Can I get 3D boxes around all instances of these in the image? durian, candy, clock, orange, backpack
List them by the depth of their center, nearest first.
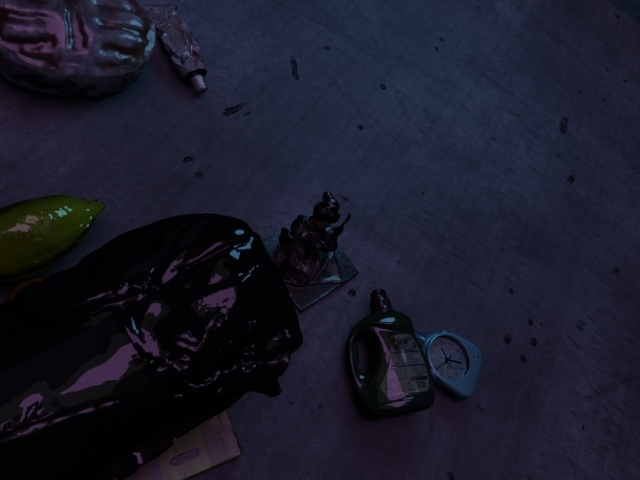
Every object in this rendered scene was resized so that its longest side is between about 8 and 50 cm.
[{"bbox_3d":[-0.259,0.144,0.663,0.446,0.363,0.255,-26,107,-25],"label":"backpack"},{"bbox_3d":[-0.407,0.090,0.775,0.085,0.085,0.085,10,60,-18],"label":"orange"},{"bbox_3d":[-0.431,-0.008,0.782,0.250,0.139,0.101,-28,119,-24],"label":"durian"},{"bbox_3d":[-0.449,-0.366,0.957,0.289,0.157,0.214,-6,80,-33],"label":"candy"},{"bbox_3d":[0.225,0.219,0.997,0.147,0.045,0.108,31,55,-4],"label":"clock"}]

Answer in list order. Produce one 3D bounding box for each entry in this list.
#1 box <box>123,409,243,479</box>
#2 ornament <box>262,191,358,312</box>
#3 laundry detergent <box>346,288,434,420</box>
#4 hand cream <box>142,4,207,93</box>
[{"bbox_3d":[-0.223,0.289,0.775,0.193,0.030,0.121,-13,69,-29],"label":"box"},{"bbox_3d":[0.000,0.000,0.929,0.166,0.196,0.153,-32,79,-32],"label":"ornament"},{"bbox_3d":[0.111,0.192,0.943,0.144,0.078,0.221,-7,66,-16],"label":"laundry detergent"},{"bbox_3d":[-0.296,-0.407,1.113,0.084,0.050,0.257,-17,68,-27],"label":"hand cream"}]
